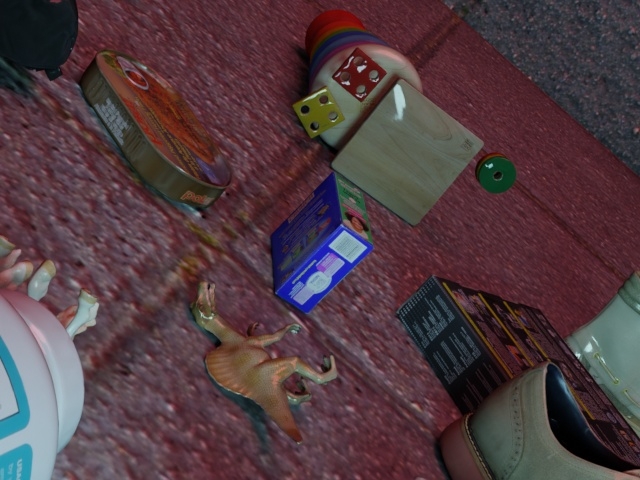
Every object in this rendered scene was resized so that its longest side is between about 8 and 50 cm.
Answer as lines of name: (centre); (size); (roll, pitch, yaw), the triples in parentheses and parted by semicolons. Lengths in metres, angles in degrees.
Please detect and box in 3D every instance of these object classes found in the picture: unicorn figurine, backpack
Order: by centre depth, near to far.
unicorn figurine: (-0.190, 0.051, 0.641); (0.060, 0.111, 0.162); (38, -2, 45)
backpack: (-0.282, -0.232, 1.006); (0.152, 0.115, 0.182); (21, 26, -39)

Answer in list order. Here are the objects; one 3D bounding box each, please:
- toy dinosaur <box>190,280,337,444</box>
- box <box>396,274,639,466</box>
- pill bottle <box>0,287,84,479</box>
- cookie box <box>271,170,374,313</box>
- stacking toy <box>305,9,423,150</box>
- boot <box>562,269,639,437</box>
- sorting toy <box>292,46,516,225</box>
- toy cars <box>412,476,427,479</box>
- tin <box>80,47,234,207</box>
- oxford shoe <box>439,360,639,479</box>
toy dinosaur: (-0.039, 0.103, 0.884); (0.093, 0.053, 0.183); (2, 34, -37)
box: (0.219, 0.164, 1.188); (0.216, 0.060, 0.270); (17, 32, -48)
pill bottle: (-0.202, 0.085, 0.465); (0.146, 0.146, 0.264); (46, 20, 11)
cookie box: (0.000, 0.000, 1.077); (0.040, 0.092, 0.107); (36, 21, -22)
stacking toy: (0.033, -0.229, 1.572); (0.141, 0.141, 0.330); (33, 15, -22)
boot: (0.391, 0.140, 1.390); (0.213, 0.165, 0.077); (33, 23, -19)
sorting toy: (0.094, -0.114, 1.421); (0.274, 0.132, 0.046); (34, 14, -19)
toy cars: (0.056, 0.240, 0.716); (0.176, 0.087, 0.394); (56, 21, 22)
tin: (-0.152, -0.103, 1.092); (0.106, 0.040, 0.189); (18, 31, -55)
oxford shoe: (0.229, 0.247, 0.935); (0.123, 0.130, 0.348); (13, 35, -53)
